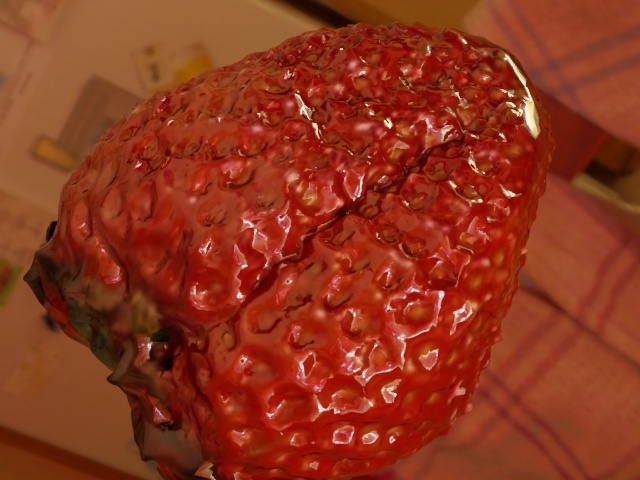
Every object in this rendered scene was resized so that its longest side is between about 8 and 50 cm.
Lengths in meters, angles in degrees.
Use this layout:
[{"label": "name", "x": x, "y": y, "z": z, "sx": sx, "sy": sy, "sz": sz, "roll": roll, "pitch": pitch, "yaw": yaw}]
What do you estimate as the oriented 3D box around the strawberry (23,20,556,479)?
[{"label": "strawberry", "x": 0.000, "y": 0.000, "z": 0.744, "sx": 0.288, "sy": 0.250, "sz": 0.238, "roll": -47, "pitch": -10, "yaw": 4}]
